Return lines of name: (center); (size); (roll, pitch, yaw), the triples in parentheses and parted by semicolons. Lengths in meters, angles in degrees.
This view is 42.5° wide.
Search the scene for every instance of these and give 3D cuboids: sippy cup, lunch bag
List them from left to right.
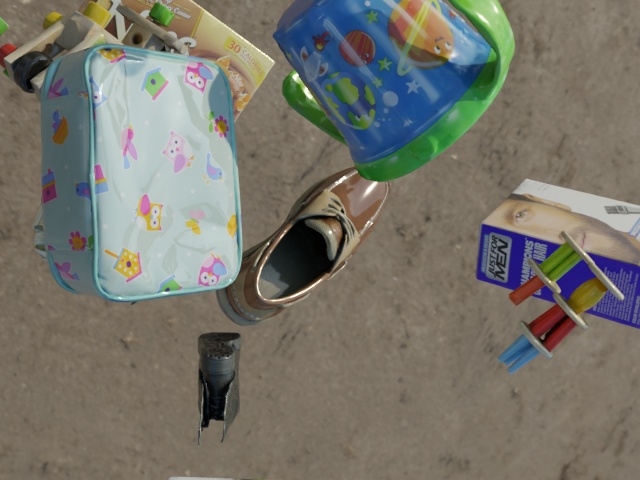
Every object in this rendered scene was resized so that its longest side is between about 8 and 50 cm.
lunch bag: (-0.190, -0.067, 0.914); (0.224, 0.108, 0.279); (-5, 94, -50)
sippy cup: (0.071, -0.229, 1.011); (0.305, 0.240, 0.224); (-38, 111, 22)

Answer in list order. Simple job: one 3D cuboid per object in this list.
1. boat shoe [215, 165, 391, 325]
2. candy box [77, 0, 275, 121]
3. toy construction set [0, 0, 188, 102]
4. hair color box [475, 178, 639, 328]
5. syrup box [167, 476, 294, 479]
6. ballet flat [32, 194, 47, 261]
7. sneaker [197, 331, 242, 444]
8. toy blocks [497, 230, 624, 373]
boat shoe: (0.000, 0.000, 1.140); (0.123, 0.116, 0.324); (50, 62, -11)
candy box: (-0.258, -0.326, 1.415); (0.316, 0.087, 0.183); (31, 98, -32)
toy construction set: (-0.293, -0.258, 1.184); (0.237, 0.309, 0.257); (-50, 136, -4)
hair color box: (0.422, 0.022, 1.210); (0.185, 0.339, 0.110); (-37, 134, -46)
syrup box: (-0.016, 0.256, 0.649); (0.093, 0.237, 0.096); (-76, 166, -65)
ballet flat: (-0.335, -0.011, 1.062); (0.074, 0.074, 0.203); (-30, 165, -28)
sneaker: (-0.115, 0.159, 0.921); (0.051, 0.170, 0.089); (0, 95, -4)
toy blocks: (0.251, 0.073, 0.930); (0.148, 0.123, 0.054); (-43, 119, 14)
